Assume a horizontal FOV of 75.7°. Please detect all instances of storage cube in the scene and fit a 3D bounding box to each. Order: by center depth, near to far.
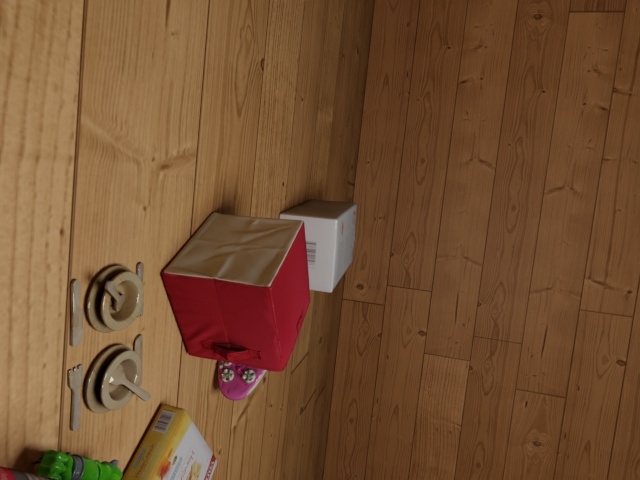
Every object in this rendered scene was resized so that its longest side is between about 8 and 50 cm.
[{"bbox_3d":[-0.130,0.084,0.726,0.214,0.184,0.193,-66,159,-52],"label":"storage cube"}]

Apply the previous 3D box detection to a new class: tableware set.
[{"bbox_3d":[-0.255,0.129,0.527,0.128,0.039,0.193,-28,124,-75],"label":"tableware set"}]

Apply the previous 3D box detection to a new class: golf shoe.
[{"bbox_3d":[-0.138,0.220,0.939,0.140,0.116,0.306,86,18,-52],"label":"golf shoe"}]

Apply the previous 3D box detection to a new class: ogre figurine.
[{"bbox_3d":[-0.266,0.326,0.438,0.118,0.097,0.196,48,23,-70],"label":"ogre figurine"}]

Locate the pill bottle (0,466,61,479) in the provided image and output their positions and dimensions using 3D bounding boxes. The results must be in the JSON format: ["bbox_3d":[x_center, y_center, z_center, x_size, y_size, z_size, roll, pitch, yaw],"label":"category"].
[{"bbox_3d":[-0.182,0.303,0.326,0.319,0.177,0.176,41,49,-34],"label":"pill bottle"}]

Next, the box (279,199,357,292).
[{"bbox_3d":[0.000,0.000,1.297,0.345,0.169,0.214,-39,134,-71],"label":"box"}]

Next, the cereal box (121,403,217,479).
[{"bbox_3d":[-0.249,0.407,0.682,0.240,0.048,0.172,84,18,-44],"label":"cereal box"}]
